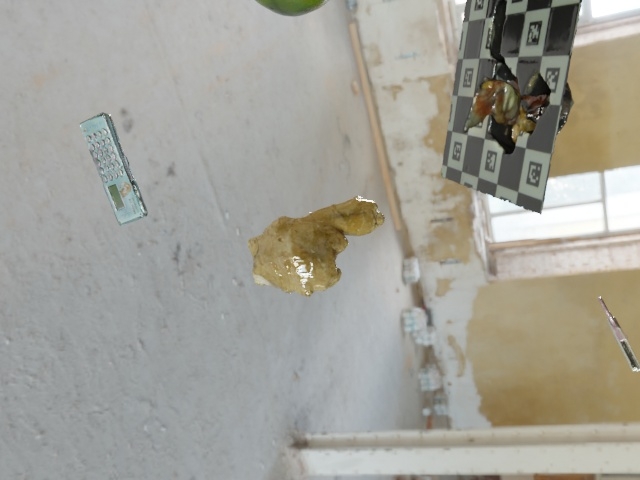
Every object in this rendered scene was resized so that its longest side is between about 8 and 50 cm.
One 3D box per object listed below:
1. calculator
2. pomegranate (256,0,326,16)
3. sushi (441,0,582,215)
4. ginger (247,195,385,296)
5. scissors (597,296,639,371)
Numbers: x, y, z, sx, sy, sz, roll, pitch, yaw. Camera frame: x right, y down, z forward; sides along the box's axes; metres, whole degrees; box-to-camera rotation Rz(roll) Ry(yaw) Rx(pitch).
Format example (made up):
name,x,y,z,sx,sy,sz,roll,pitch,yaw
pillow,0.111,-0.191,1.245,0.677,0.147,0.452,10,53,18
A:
name,x,y,z,sx,sy,sz,roll,pitch,yaw
calculator,-0.318,-0.110,0.963,0.172,0.057,0.018,70,19,-5
pomegranate,-0.026,-0.574,1.189,0.236,0.302,0.236,46,19,-21
sushi,0.301,-0.245,0.946,0.343,0.064,0.359,-129,-137,-71
ginger,0.003,0.007,0.682,0.096,0.165,0.067,58,-15,31
scissors,0.562,0.180,1.172,0.085,0.022,0.176,51,23,-26
